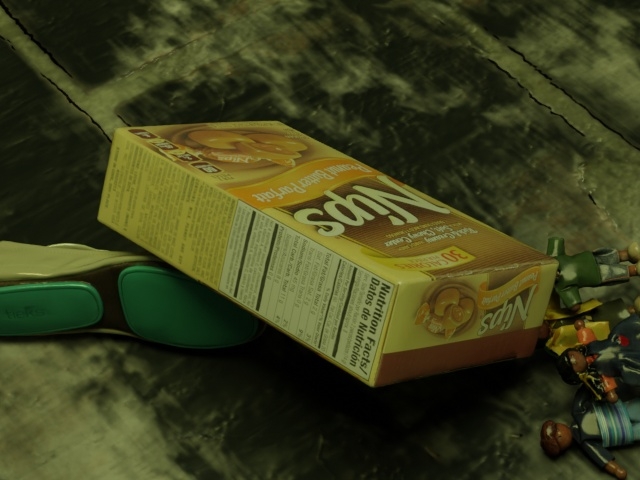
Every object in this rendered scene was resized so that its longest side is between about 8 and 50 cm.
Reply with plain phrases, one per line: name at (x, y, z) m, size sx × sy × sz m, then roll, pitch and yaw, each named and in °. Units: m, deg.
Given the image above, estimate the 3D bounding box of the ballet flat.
ballet flat at (-0.159, 0.035, 1.473) m, size 0.248 × 0.086 × 0.086 m, roll 4°, pitch 47°, yaw 9°

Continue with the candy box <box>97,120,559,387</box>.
candy box at (0.000, 0.000, 1.400) m, size 0.183 × 0.087 × 0.316 m, roll -7°, pitch 26°, yaw -46°

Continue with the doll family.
doll family at (0.206, 0.087, 1.391) m, size 0.111 × 0.076 × 0.193 m, roll -9°, pitch 49°, yaw -9°
